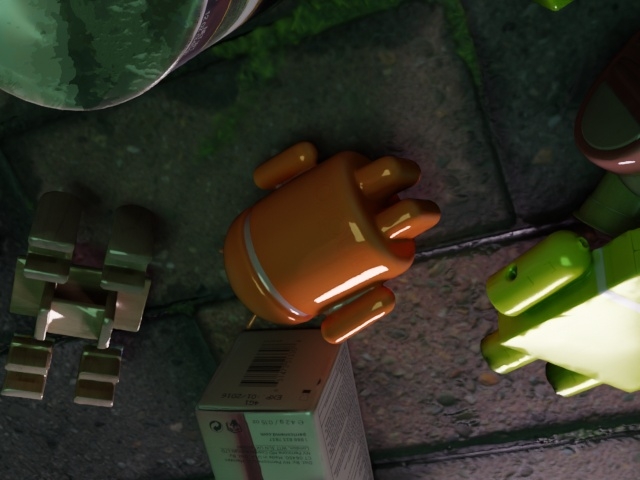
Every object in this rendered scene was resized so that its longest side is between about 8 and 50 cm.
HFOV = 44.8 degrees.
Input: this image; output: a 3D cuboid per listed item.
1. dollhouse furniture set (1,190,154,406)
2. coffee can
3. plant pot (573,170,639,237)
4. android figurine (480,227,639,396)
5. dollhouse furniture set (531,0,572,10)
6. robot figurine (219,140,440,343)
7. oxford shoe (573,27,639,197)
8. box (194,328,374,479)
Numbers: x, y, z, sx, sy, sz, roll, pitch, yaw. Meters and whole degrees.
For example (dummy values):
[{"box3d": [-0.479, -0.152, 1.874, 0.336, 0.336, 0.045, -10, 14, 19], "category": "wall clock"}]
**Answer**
[{"box3d": [-0.312, 0.037, 0.846, 0.242, 0.161, 0.212, 11, 121, -17], "category": "dollhouse furniture set"}, {"box3d": [-0.128, -0.229, 0.557, 0.202, 0.275, 0.201, 6, 118, 11], "category": "coffee can"}, {"box3d": [0.274, -0.043, 0.669, 0.083, 0.083, 0.079, 21, 106, 3], "category": "plant pot"}, {"box3d": [0.273, 0.063, 0.670, 0.248, 0.056, 0.273, 21, 143, -20], "category": "android figurine"}, {"box3d": [0.228, -0.335, 0.534, 0.302, 0.151, 0.197, -33, 126, 9], "category": "dollhouse furniture set"}, {"box3d": [-0.001, -0.002, 0.727, 0.219, 0.128, 0.158, -29, 117, 24], "category": "robot figurine"}, {"box3d": [0.347, -0.167, 0.565, 0.130, 0.123, 0.348, 33, 111, -29], "category": "oxford shoe"}, {"box3d": [-0.029, 0.230, 0.838, 0.127, 0.148, 0.232, -3, 115, 17], "category": "box"}]
